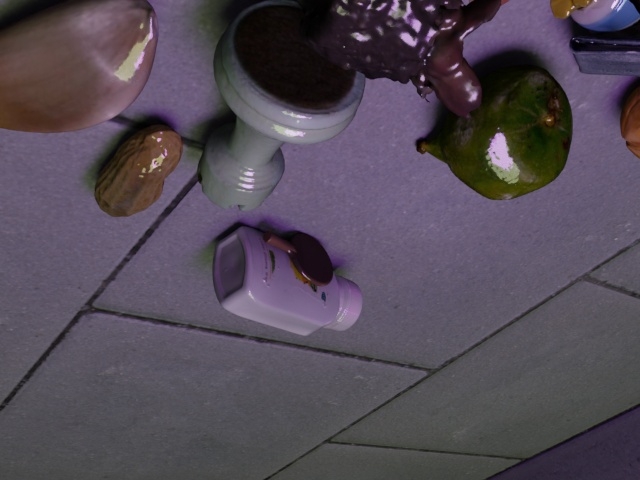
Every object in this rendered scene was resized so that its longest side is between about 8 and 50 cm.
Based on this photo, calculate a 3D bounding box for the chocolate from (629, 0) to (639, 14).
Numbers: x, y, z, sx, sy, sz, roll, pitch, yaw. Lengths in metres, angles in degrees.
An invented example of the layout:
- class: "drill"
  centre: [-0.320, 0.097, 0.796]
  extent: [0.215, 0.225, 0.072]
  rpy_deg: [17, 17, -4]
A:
- class: "chocolate"
  centre: [0.438, -0.368, 0.859]
  extent: [0.284, 0.186, 0.283]
  rpy_deg: [2, 108, 7]

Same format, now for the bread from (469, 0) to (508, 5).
- class: "bread"
  centre: [0.235, -0.371, 0.934]
  extent: [0.119, 0.067, 0.192]
  rpy_deg: [-7, 146, 6]

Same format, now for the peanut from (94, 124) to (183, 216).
- class: "peanut"
  centre: [-0.269, -0.100, 1.148]
  extent: [0.093, 0.083, 0.194]
  rpy_deg: [30, 130, -29]

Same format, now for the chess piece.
- class: "chess piece"
  centre: [-0.078, -0.159, 1.056]
  extent: [0.195, 0.194, 0.299]
  rpy_deg: [3, 152, -23]

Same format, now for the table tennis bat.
- class: "table tennis bat"
  centre: [0.000, 0.000, 1.368]
  extent: [0.119, 0.107, 0.170]
  rpy_deg: [-34, 137, 30]

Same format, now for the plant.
- class: "plant"
  centre: [0.098, -0.284, 0.910]
  extent: [0.234, 0.204, 0.178]
  rpy_deg: [12, 150, -16]

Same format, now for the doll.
- class: "doll"
  centre: [0.428, -0.324, 1.046]
  extent: [0.241, 0.098, 0.135]
  rpy_deg: [7, 136, -24]

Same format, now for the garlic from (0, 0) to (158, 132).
- class: "garlic"
  centre: [-0.321, -0.211, 0.945]
  extent: [0.318, 0.112, 0.143]
  rpy_deg: [-15, 124, 15]

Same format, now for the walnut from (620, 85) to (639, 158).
- class: "walnut"
  centre: [0.585, -0.204, 1.227]
  extent: [0.207, 0.159, 0.159]
  rpy_deg: [-21, 146, 21]

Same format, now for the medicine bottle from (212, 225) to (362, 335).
- class: "medicine bottle"
  centre: [-0.055, 0.087, 1.427]
  extent: [0.111, 0.161, 0.296]
  rpy_deg: [-31, 142, 31]

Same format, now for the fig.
- class: "fig"
  centre: [0.259, -0.165, 1.203]
  extent: [0.203, 0.203, 0.235]
  rpy_deg: [13, 177, -34]

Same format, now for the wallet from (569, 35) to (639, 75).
- class: "wallet"
  centre: [0.468, -0.253, 1.073]
  extent: [0.222, 0.036, 0.167]
  rpy_deg: [7, -176, 22]
